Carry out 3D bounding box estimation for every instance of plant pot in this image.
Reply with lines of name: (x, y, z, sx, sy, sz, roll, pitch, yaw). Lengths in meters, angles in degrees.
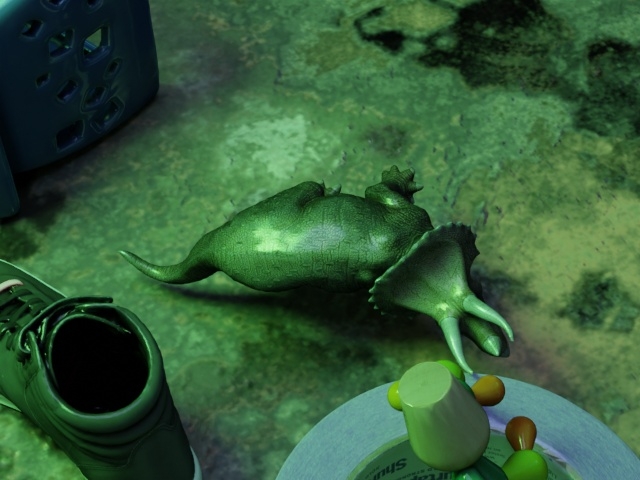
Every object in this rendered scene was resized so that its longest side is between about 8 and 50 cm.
plant pot: (-0.288, -0.172, 1.508, 0.236, 0.236, 0.212, 30, 64, 20)

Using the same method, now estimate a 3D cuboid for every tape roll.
tape roll: (0.097, 0.226, 1.285, 0.274, 0.090, 0.275, 1, 52, -1)

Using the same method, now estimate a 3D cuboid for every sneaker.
sneaker: (-0.197, 0.066, 1.371, 0.104, 0.147, 0.296, -37, 60, -23)

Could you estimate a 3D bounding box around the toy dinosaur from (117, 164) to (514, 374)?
toy dinosaur: (0.000, 0.000, 1.412, 0.313, 0.160, 0.121, 12, 97, 8)

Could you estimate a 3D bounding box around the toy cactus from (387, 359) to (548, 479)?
toy cactus: (0.083, 0.141, 1.192, 0.112, 0.180, 0.219, -14, 46, 14)
